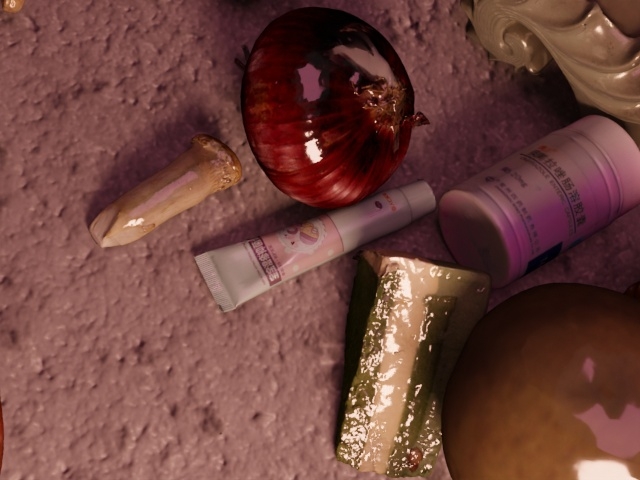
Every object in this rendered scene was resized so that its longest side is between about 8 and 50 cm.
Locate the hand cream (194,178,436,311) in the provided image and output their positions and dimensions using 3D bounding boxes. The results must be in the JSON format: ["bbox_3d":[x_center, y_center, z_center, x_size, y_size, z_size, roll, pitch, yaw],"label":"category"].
[{"bbox_3d":[0.000,0.000,1.763,0.331,0.058,0.085,-23,74,-18],"label":"hand cream"}]

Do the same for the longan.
[{"bbox_3d":[0.323,0.222,1.581,0.361,0.361,0.361,6,69,-15],"label":"longan"}]

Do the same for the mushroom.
[{"bbox_3d":[-0.200,-0.061,1.717,0.209,0.071,0.084,-34,78,-21],"label":"mushroom"}]

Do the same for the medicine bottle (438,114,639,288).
[{"bbox_3d":[0.302,-0.055,1.816,0.254,0.152,0.152,-29,81,-23],"label":"medicine bottle"}]

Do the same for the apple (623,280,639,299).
[{"bbox_3d":[0.561,0.120,1.761,0.288,0.288,0.317,-39,72,-25],"label":"apple"}]

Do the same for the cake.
[{"bbox_3d":[0.113,0.145,1.680,0.158,0.172,0.283,12,70,-10],"label":"cake"}]

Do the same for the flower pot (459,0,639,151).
[{"bbox_3d":[0.378,-0.281,1.866,0.367,0.254,0.164,44,65,3],"label":"flower pot"}]

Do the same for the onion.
[{"bbox_3d":[-0.016,-0.174,1.747,0.273,0.285,0.273,-9,101,-55],"label":"onion"}]

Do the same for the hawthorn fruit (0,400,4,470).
[{"bbox_3d":[-0.484,0.187,1.429,0.295,0.295,0.311,-15,72,-21],"label":"hawthorn fruit"}]

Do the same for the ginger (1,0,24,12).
[{"bbox_3d":[-0.511,-0.357,1.735,0.259,0.065,0.149,-4,59,-12],"label":"ginger"}]
